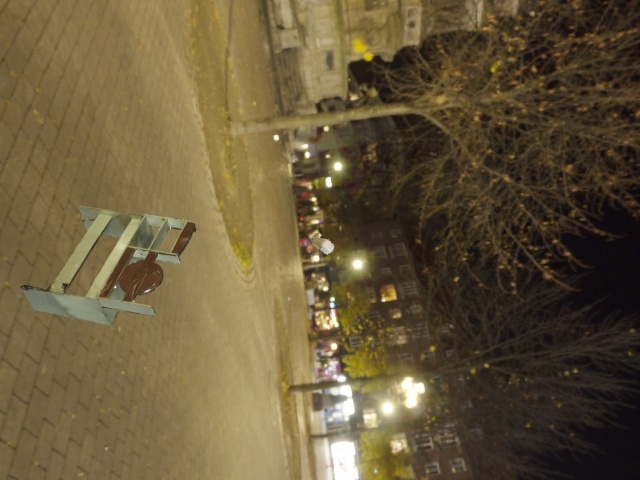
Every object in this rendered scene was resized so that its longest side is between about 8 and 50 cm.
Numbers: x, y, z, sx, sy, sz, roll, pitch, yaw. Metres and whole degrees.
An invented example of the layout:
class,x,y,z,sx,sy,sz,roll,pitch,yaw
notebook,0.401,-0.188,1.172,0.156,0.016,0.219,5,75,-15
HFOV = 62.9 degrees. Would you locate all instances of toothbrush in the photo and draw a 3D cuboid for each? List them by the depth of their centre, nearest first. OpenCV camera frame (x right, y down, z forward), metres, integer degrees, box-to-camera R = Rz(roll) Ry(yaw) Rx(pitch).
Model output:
class,x,y,z,sx,sy,sz,roll,pitch,yaw
toothbrush,-0.002,0.002,1.145,0.025,0.030,0.342,44,0,-6

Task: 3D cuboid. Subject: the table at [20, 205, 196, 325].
class,x,y,z,sx,sy,sz,roll,pitch,yaw
table,-0.266,0.033,0.688,0.062,0.175,0.146,94,8,-48
